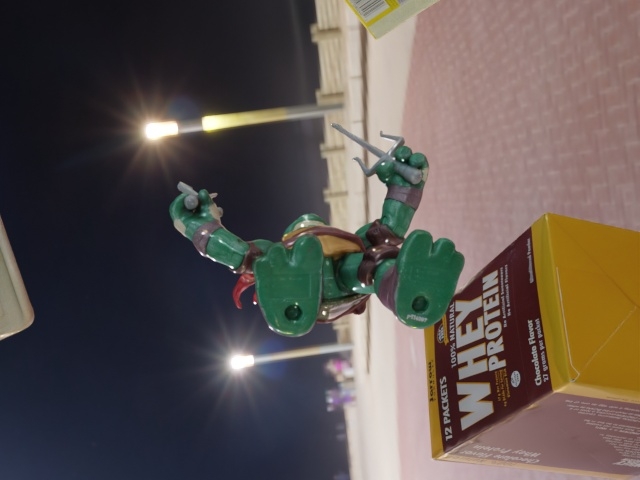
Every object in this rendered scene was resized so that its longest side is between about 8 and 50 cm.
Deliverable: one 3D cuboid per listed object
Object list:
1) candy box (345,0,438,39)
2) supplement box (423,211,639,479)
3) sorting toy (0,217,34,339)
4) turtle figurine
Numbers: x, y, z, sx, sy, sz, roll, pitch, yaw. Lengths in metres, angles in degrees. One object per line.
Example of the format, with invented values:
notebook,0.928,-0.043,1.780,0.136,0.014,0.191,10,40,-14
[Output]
candy box,0.035,-0.310,0.895,0.206,0.105,0.027,48,-140,-19
supplement box,0.210,0.095,0.693,0.194,0.191,0.129,127,149,-55
sorting toy,-0.394,0.029,0.851,0.193,0.208,0.038,67,-170,11
turtle figurine,0.000,0.000,0.589,0.234,0.175,0.118,-132,22,-72
